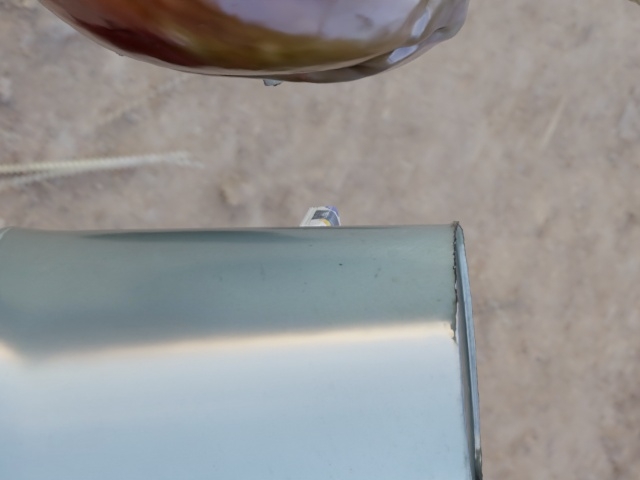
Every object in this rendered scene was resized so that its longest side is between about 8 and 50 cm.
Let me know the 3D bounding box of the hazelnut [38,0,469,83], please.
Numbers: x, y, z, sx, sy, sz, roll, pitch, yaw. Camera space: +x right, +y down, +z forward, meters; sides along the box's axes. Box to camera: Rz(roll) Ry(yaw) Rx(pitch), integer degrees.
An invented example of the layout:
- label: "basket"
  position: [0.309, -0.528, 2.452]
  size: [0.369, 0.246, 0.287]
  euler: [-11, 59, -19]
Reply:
- label: "hazelnut"
  position: [-0.058, -0.249, 1.138]
  size: [0.372, 0.372, 0.315]
  euler: [9, 121, -52]

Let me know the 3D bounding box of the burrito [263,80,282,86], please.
- label: "burrito"
  position: [-0.003, -0.218, 1.866]
  size: [0.063, 0.229, 0.058]
  euler: [-26, 99, -40]

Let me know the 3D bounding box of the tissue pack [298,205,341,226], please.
- label: "tissue pack"
  position: [0.000, 0.000, 1.912]
  size: [0.083, 0.042, 0.062]
  euler: [-58, 144, -71]

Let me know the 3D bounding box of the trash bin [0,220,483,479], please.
- label: "trash bin"
  position: [-0.094, 0.118, 1.330]
  size: [0.280, 0.432, 0.280]
  euler: [-4, 90, -83]

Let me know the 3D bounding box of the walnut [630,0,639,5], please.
- label: "walnut"
  position: [0.391, -0.346, 1.898]
  size: [0.155, 0.155, 0.184]
  euler: [1, 96, -50]
